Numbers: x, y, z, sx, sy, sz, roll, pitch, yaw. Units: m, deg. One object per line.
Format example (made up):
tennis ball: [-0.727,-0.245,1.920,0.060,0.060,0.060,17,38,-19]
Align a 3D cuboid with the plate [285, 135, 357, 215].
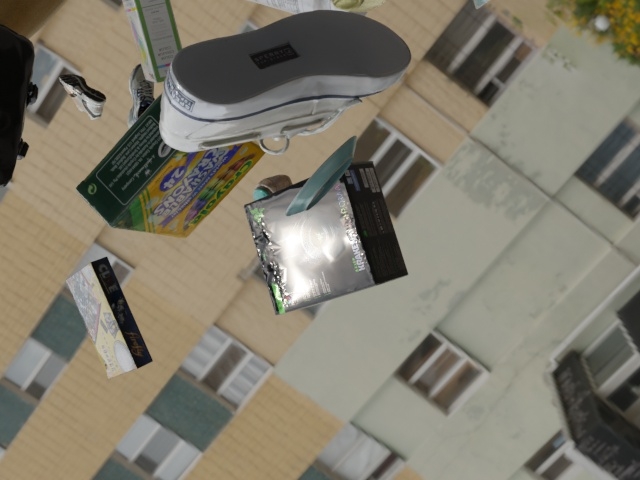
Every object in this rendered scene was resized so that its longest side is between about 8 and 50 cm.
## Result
plate: [0.009,-0.107,1.485,0.024,0.188,0.188,42,-160,4]

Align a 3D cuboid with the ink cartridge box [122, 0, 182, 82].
ink cartridge box: [-0.273,-0.324,1.433,0.109,0.062,0.209,-148,41,-65]

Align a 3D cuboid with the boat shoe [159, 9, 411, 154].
boat shoe: [-0.046,-0.181,1.078,0.367,0.156,0.136,-25,-110,-38]

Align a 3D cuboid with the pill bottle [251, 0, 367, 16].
pill bottle: [-0.037,-0.553,1.767,0.283,0.160,0.160,21,-166,18]

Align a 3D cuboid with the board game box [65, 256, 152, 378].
board game box: [-0.460,0.171,1.829,0.042,0.165,0.243,-23,-91,-39]

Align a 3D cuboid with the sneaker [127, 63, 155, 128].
sneaker: [-0.340,-0.276,1.642,0.052,0.135,0.058,-1,-173,-33]

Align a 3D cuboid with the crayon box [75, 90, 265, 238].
crayon box: [-0.204,-0.106,1.283,0.083,0.203,0.323,45,-173,10]

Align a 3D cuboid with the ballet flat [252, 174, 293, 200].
ballet flat: [-0.044,-0.013,1.962,0.106,0.107,0.316,-39,-65,-37]

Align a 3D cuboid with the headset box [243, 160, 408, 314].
headset box: [0.000,0.000,1.722,0.131,0.283,0.246,-11,-97,-53]

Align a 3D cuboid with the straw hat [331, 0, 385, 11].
straw hat: [0.055,-0.464,1.584,0.144,0.144,0.061,32,-123,-19]

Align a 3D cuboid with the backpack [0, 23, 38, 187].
backpack: [-0.698,-0.219,1.435,0.273,0.355,0.290,28,-119,-50]

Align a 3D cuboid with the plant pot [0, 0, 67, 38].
plant pot: [-0.664,-0.537,1.823,0.237,0.254,0.237,20,164,6]

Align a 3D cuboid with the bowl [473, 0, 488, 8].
bowl: [0.425,-0.660,1.828,0.163,0.311,0.311,53,-162,-7]

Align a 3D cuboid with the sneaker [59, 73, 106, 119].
sneaker: [-0.384,-0.230,1.349,0.040,0.043,0.109,-20,-132,-42]
